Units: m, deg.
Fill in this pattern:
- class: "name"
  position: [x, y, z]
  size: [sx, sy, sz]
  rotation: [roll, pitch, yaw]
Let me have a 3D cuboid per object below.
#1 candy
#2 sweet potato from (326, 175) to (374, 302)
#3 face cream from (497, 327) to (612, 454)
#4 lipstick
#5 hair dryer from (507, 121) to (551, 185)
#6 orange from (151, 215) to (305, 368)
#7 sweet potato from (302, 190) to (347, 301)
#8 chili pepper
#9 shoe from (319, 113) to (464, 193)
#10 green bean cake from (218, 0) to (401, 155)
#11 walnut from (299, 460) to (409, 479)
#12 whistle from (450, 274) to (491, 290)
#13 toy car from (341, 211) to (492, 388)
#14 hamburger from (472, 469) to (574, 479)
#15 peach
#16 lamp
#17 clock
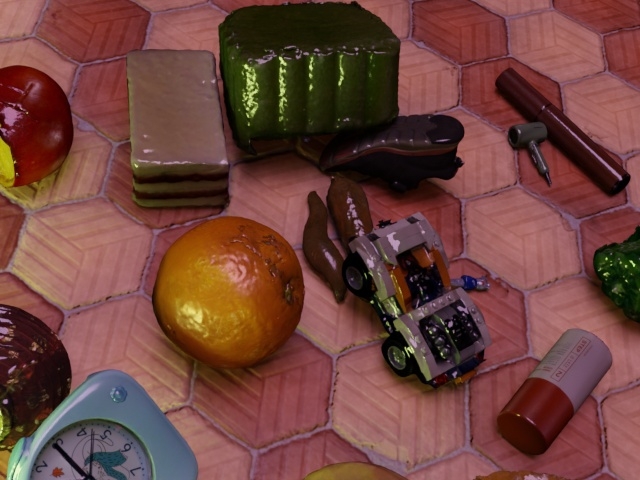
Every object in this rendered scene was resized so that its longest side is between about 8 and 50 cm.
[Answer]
- class: "candy"
  position: [-0.274, -0.214, 1.707]
  size: [0.180, 0.135, 0.320]
  rotation: [-4, 53, -11]
- class: "sweet potato"
  position: [0.068, -0.003, 1.644]
  size: [0.075, 0.075, 0.273]
  rotation: [-6, 58, -13]
- class: "face cream"
  position: [0.388, 0.248, 1.491]
  size: [0.096, 0.096, 0.214]
  rotation: [38, 58, 18]
- class: "lipstick"
  position: [0.503, -0.232, 1.885]
  size: [0.057, 0.057, 0.356]
  rotation: [-28, 63, -25]
- class: "hair dryer"
  position: [0.445, -0.176, 1.847]
  size: [0.071, 0.047, 0.150]
  rotation: [-11, 63, -17]
- class: "orange"
  position: [-0.146, 0.083, 1.446]
  size: [0.246, 0.246, 0.246]
  rotation: [4, 54, -6]
- class: "sweet potato"
  position: [-0.002, -0.002, 1.640]
  size: [0.069, 0.059, 0.249]
  rotation: [5, 47, -27]
- class: "chili pepper"
  position: [0.680, 0.027, 1.653]
  size: [0.385, 0.213, 0.167]
  rotation: [-26, 104, -21]
- class: "shoe"
  position: [0.143, -0.160, 1.738]
  size: [0.291, 0.137, 0.114]
  rotation: [-2, 42, 23]
- class: "green bean cake"
  position: [-0.026, -0.317, 1.733]
  size: [0.319, 0.218, 0.335]
  rotation: [-7, 34, -9]
- class: "walnut"
  position: [0.045, 0.482, 1.121]
  size: [0.384, 0.383, 0.383]
  rotation: [4, 54, -6]
- class: "whistle"
  position: [0.270, 0.076, 1.640]
  size: [0.083, 0.029, 0.033]
  rotation: [3, 44, -19]
- class: "toy car"
  position: [0.173, 0.101, 1.523]
  size: [0.193, 0.118, 0.301]
  rotation: [-21, 77, -34]
- class: "hamburger"
  position: [0.361, 0.468, 1.286]
  size: [0.330, 0.162, 0.209]
  rotation: [13, 52, -5]
- class: "peach"
  position: [-0.552, -0.202, 1.624]
  size: [0.190, 0.196, 0.226]
  rotation: [-15, 51, 25]
- class: "lamp"
  position: [-0.485, 0.201, 1.308]
  size: [0.247, 0.247, 0.247]
  rotation: [4, 54, -6]
- class: "clock"
  position: [-0.329, 0.334, 1.272]
  size: [0.274, 0.094, 0.223]
  rotation: [-39, 100, -28]
